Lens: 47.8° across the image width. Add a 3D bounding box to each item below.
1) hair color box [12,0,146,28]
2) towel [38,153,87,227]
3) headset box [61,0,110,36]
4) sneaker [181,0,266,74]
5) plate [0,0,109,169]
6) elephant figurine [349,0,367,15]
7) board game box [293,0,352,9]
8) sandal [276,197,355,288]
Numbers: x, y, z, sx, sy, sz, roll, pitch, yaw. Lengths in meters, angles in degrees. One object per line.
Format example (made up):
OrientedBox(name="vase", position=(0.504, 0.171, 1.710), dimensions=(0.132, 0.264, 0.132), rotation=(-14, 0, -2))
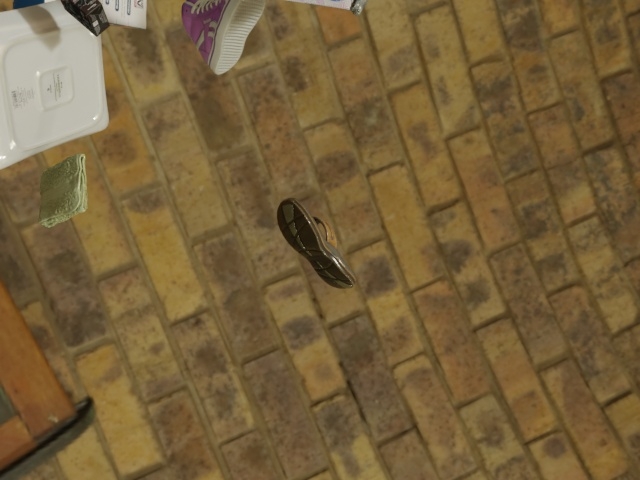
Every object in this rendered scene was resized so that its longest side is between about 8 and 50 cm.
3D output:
OrientedBox(name="hair color box", position=(-0.562, -0.612, 1.724), dimensions=(0.347, 0.105, 0.174), rotation=(-18, 116, -63))
OrientedBox(name="towel", position=(-0.453, -0.088, 1.267), dimensions=(0.148, 0.027, 0.110), rotation=(-15, -106, 42))
OrientedBox(name="headset box", position=(-0.378, -0.372, 1.140), dimensions=(0.083, 0.032, 0.062), rotation=(42, -15, 10))
OrientedBox(name="sneaker", position=(-0.217, -0.474, 1.481), dimensions=(0.161, 0.102, 0.282), rotation=(54, -32, 2))
OrientedBox(name="plate", position=(-0.488, -0.281, 1.298), dimensions=(0.045, 0.278, 0.277), rotation=(26, -51, 26))
OrientedBox(name="elephant figurine", position=(0.053, -0.529, 1.156), dimensions=(0.186, 0.169, 0.239), rotation=(39, -28, 29))
OrientedBox(name="board game box", position=(-0.040, -0.879, 2.172), dimensions=(0.066, 0.318, 0.318), rotation=(-78, 177, -55))
OrientedBox(name="sandal", position=(0.000, 0.000, 1.299), dimensions=(0.090, 0.060, 0.219), rotation=(-8, -49, 48))
